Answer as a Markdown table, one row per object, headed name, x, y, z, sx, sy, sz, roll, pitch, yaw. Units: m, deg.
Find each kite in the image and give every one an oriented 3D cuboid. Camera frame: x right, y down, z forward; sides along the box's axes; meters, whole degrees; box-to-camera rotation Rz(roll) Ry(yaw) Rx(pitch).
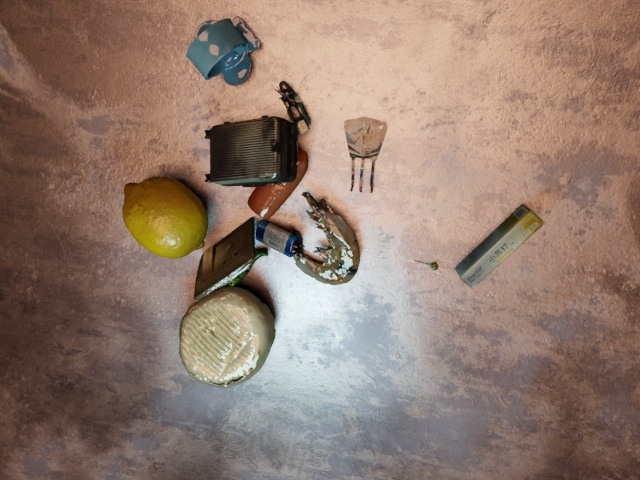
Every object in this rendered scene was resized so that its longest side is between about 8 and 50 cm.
| name | x | y | z | sx | sy | sz | roll | pitch | yaw |
| --- | --- | --- | --- | --- | --- | --- | --- | --- | --- |
| kite | 0.141 | -0.277 | 1.495 | 0.141 | 0.015 | 0.245 | 5 | 104 | 7 |

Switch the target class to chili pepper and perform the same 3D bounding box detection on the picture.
| name | x | y | z | sx | sy | sz | roll | pitch | yaw |
| --- | --- | --- | --- | --- | --- | --- | --- | --- | --- |
| chili pepper | -0.262 | 0.093 | 1.614 | 0.182 | 0.073 | 0.050 | -45 | 100 | -19 |

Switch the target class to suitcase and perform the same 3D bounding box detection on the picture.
| name | x | y | z | sx | sy | sz | roll | pitch | yaw |
| --- | --- | --- | --- | --- | --- | --- | --- | --- | --- |
| suitcase | -0.220 | -0.268 | 1.421 | 0.312 | 0.128 | 0.202 | 1 | 91 | 29 |

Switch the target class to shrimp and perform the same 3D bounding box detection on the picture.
| name | x | y | z | sx | sy | sz | roll | pitch | yaw |
| --- | --- | --- | --- | --- | --- | --- | --- | --- | --- |
| shrimp | 0.000 | 0.000 | 1.571 | 0.246 | 0.085 | 0.360 | -19 | 108 | 19 |

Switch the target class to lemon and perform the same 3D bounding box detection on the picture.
| name | x | y | z | sx | sy | sz | roll | pitch | yaw |
| --- | --- | --- | --- | --- | --- | --- | --- | --- | --- |
| lemon | -0.513 | -0.080 | 1.514 | 0.320 | 0.245 | 0.245 | 41 | 107 | -4 |

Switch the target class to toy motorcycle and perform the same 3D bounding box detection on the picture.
| name | x | y | z | sx | sy | sz | roll | pitch | yaw |
| --- | --- | --- | --- | --- | --- | --- | --- | --- | --- |
| toy motorcycle | -0.085 | -0.418 | 1.434 | 0.058 | 0.100 | 0.173 | -25 | 104 | 13 |

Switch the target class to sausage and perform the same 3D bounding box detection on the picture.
| name | x | y | z | sx | sy | sz | roll | pitch | yaw |
| --- | --- | --- | --- | --- | --- | --- | --- | --- | --- |
| sausage | -0.132 | -0.194 | 1.503 | 0.113 | 0.113 | 0.259 | 39 | 108 | -6 |

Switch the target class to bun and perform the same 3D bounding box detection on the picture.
| name | x | y | z | sx | sy | sz | roll | pitch | yaw |
| --- | --- | --- | --- | --- | --- | --- | --- | --- | --- |
| bun | -0.333 | 0.338 | 1.643 | 0.359 | 0.211 | 0.360 | 0 | 97 | 0 |

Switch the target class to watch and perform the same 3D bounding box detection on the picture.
| name | x | y | z | sx | sy | sz | roll | pitch | yaw |
| --- | --- | --- | --- | --- | --- | --- | --- | --- | --- |
| watch | -0.294 | -0.574 | 1.362 | 0.210 | 0.193 | 0.211 | 2 | 109 | 6 |

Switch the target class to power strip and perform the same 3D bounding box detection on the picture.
| name | x | y | z | sx | sy | sz | roll | pitch | yaw |
| --- | --- | --- | --- | --- | --- | --- | --- | --- | --- |
| power strip | -0.304 | 0.068 | 1.543 | 0.251 | 0.257 | 0.092 | -29 | 124 | 12 |

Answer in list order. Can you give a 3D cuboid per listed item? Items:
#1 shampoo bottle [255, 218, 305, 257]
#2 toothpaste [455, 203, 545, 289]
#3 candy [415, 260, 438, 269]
| name | x | y | z | sx | sy | sz | roll | pitch | yaw |
| --- | --- | --- | --- | --- | --- | --- | --- | --- | --- |
| shampoo bottle | -0.137 | -0.001 | 1.565 | 0.183 | 0.050 | 0.087 | 27 | 124 | 19 |
| toothpaste | 0.577 | 0.021 | 1.498 | 0.071 | 0.089 | 0.313 | 39 | 107 | -11 |
| candy | 0.365 | 0.083 | 1.580 | 0.083 | 0.025 | 0.023 | 14 | 80 | 11 |
